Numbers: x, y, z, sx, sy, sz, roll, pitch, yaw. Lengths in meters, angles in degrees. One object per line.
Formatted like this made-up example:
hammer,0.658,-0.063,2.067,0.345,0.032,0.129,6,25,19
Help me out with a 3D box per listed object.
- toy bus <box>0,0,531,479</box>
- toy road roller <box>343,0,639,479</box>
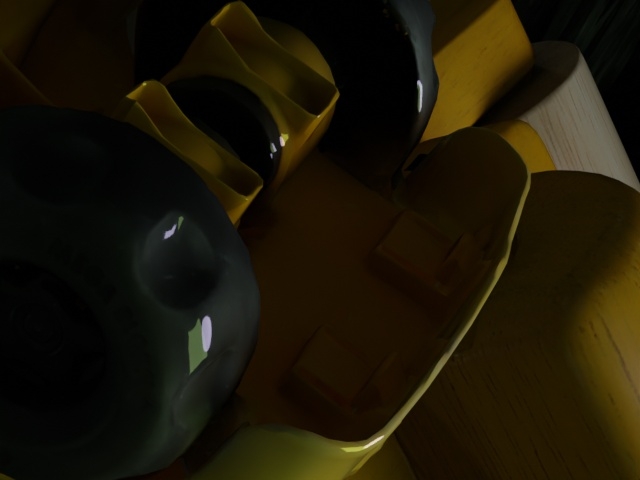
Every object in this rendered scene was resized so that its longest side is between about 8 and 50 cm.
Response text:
toy bus,-0.099,0.005,0.418,0.211,0.220,0.149,-55,179,32
toy road roller,0.071,0.044,0.736,0.240,0.202,0.329,-10,-155,43
